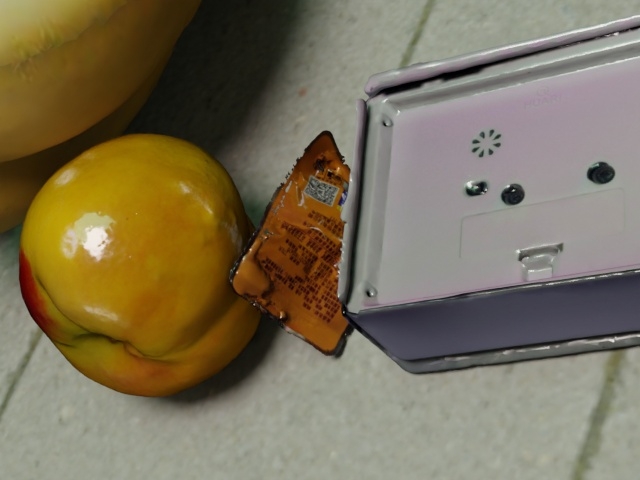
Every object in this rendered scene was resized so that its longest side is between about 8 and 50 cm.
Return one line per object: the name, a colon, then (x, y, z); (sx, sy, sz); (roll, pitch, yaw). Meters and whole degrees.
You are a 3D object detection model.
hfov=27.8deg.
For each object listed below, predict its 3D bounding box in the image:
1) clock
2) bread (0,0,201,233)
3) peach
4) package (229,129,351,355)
clock: (0.110, -0.024, 0.621); (0.193, 0.073, 0.144); (-10, 55, 27)
bread: (-0.228, -0.208, 0.764); (0.245, 0.329, 0.423); (127, 143, -47)
peach: (-0.094, 0.008, 0.687); (0.138, 0.138, 0.138); (-17, 53, 23)
package: (0.001, -0.001, 0.680); (0.033, 0.077, 0.110); (-3, 49, 34)
